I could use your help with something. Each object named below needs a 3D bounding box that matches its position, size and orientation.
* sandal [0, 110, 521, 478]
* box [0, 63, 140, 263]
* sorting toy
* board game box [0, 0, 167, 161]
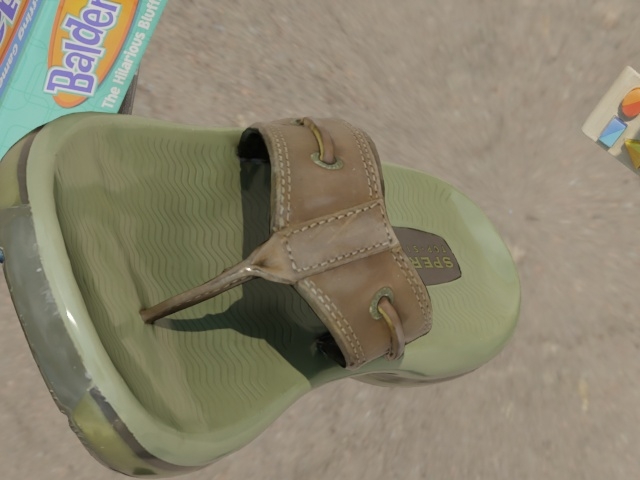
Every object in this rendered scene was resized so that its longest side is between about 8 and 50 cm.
[{"bbox_3d":[0.000,-0.001,0.556,0.086,0.302,0.120,-29,79,30],"label":"sandal"},{"bbox_3d":[-0.157,-0.052,0.904,0.094,0.027,0.137,10,92,13],"label":"box"},{"bbox_3d":[0.217,-0.086,1.068,0.062,0.012,0.083,41,121,12],"label":"sorting toy"},{"bbox_3d":[-0.110,-0.136,0.687,0.047,0.210,0.160,17,112,-27],"label":"board game box"}]
